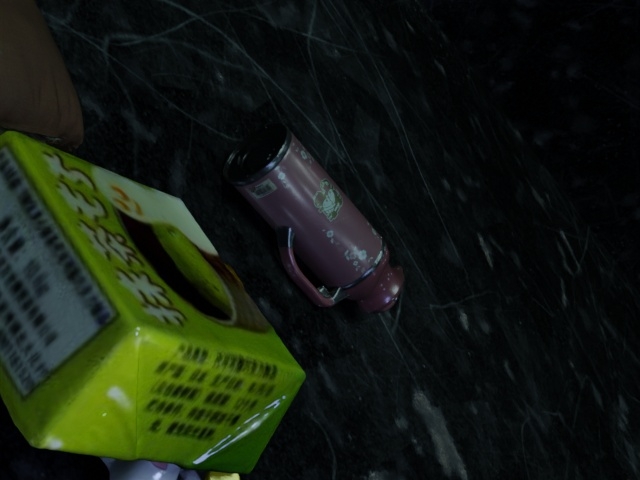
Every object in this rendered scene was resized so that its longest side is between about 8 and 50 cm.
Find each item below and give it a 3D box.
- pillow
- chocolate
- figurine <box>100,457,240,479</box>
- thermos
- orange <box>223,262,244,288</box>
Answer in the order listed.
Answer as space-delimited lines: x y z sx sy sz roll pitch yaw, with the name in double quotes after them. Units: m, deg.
-0.361 -0.231 1.220 0.305 0.108 0.308 63 11 5 "pillow"
-0.185 0.057 1.150 0.301 0.137 0.289 50 15 33 "chocolate"
-0.166 0.214 1.200 0.178 0.109 0.129 40 8 -37 "figurine"
0.007 -0.005 1.759 0.330 0.109 0.136 48 26 -31 "thermos"
-0.123 0.094 1.378 0.160 0.112 0.170 57 -3 17 "orange"
